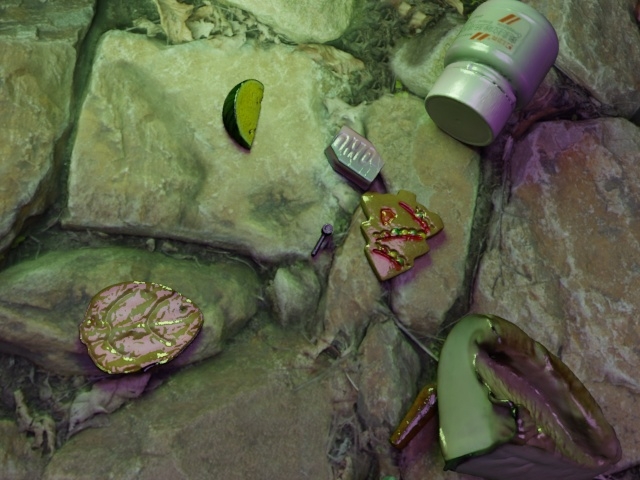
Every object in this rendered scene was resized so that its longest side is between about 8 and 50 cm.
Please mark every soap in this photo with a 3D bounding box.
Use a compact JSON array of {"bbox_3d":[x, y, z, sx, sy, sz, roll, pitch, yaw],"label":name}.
[{"bbox_3d":[0.081,-0.205,1.642,0.149,0.056,0.100,36,67,3],"label":"soap"}]

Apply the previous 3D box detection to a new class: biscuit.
[{"bbox_3d":[-0.379,0.184,1.441,0.260,0.041,0.203,-7,70,-13],"label":"biscuit"},{"bbox_3d":[0.179,-0.013,1.603,0.212,0.041,0.238,20,69,-5],"label":"biscuit"}]

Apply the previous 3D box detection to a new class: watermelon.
[{"bbox_3d":[-0.187,-0.322,1.623,0.092,0.075,0.181,15,68,-9],"label":"watermelon"}]

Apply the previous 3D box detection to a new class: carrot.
[{"bbox_3d":[0.210,0.384,1.470,0.055,0.055,0.161,38,73,4],"label":"carrot"}]

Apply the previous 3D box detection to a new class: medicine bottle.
[{"bbox_3d":[0.417,-0.410,1.670,0.241,0.241,0.302,33,79,2],"label":"medicine bottle"}]

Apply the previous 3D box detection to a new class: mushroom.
[{"bbox_3d":[0.451,0.362,1.460,0.397,0.224,0.313,23,43,-25],"label":"mushroom"}]

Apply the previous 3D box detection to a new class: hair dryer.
[{"bbox_3d":[0.000,0.000,1.569,0.026,0.047,0.083,31,84,1],"label":"hair dryer"}]

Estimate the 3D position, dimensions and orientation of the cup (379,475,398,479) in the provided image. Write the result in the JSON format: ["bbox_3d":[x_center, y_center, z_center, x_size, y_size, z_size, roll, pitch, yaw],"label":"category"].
[{"bbox_3d":[0.154,0.662,1.284,0.311,0.257,0.331,41,110,7],"label":"cup"}]
